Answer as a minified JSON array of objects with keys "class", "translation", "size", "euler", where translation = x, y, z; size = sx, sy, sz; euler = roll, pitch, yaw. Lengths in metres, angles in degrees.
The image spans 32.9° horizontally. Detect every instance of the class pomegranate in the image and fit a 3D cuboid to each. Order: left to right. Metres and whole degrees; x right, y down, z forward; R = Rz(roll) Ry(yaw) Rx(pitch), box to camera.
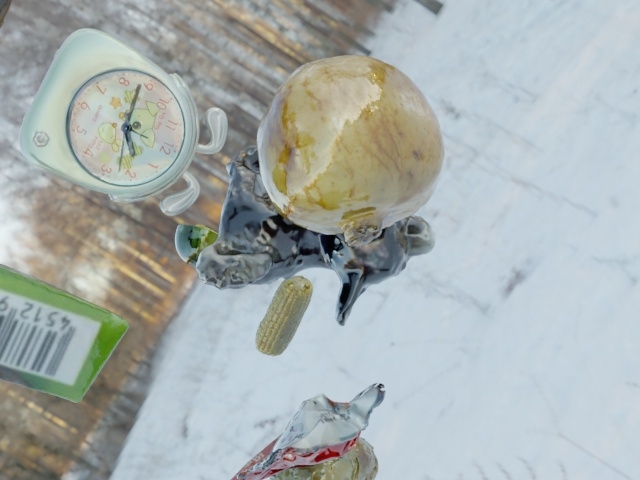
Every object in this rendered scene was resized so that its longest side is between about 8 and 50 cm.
[{"class":"pomegranate","translation":[0.036,-0.108,1.334],"size":[0.248,0.248,0.248],"euler":[-56,7,10]}]

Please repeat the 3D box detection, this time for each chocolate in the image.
[{"class":"chocolate","translation":[-0.448,0.092,1.414],"size":[0.288,0.300,0.137],"euler":[10,77,57]}]

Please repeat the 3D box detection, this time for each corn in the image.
[{"class":"corn","translation":[-0.069,0.140,1.965],"size":[0.068,0.068,0.207],"euler":[-65,1,-48]}]

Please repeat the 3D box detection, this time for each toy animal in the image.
[{"class":"toy animal","translation":[0.000,0.000,1.603],"size":[0.303,0.344,0.194],"euler":[-59,-32,-59]}]

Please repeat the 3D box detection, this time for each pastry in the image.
[{"class":"pastry","translation":[0.004,0.307,1.385],"size":[0.153,0.081,0.153],"euler":[-24,-35,-18]}]

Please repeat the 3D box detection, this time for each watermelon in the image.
[{"class":"watermelon","translation":[-0.194,0.015,1.774],"size":[0.062,0.105,0.105],"euler":[-66,9,-18]}]

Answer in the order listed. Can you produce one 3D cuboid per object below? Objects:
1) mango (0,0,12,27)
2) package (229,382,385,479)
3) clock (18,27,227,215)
[{"class":"mango","translation":[-0.463,-0.367,1.339],"size":[0.166,0.136,0.236],"euler":[16,89,47]},{"class":"package","translation":[-0.019,0.227,1.224],"size":[0.194,0.071,0.269],"euler":[-22,-14,-26]},{"class":"clock","translation":[-0.198,-0.114,1.109],"size":[0.151,0.191,0.062],"euler":[-63,8,1]}]
